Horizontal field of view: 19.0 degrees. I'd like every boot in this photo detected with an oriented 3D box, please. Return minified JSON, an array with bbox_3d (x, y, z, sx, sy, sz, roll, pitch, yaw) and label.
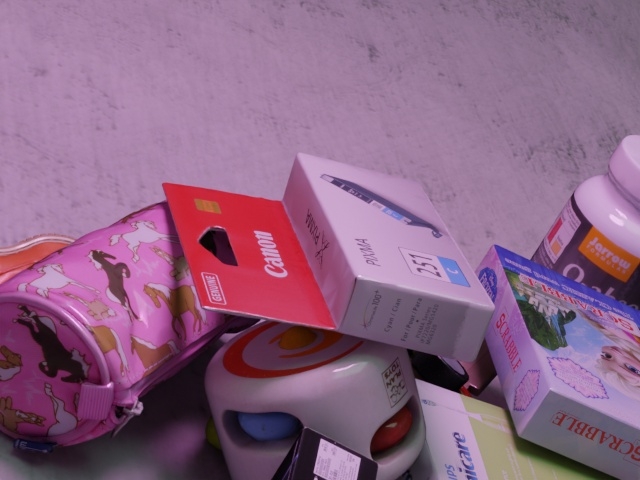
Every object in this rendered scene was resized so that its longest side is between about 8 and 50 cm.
[{"bbox_3d":[-0.284,0.042,1.866,0.158,0.059,0.085,-11,51,-41],"label":"boot"}]

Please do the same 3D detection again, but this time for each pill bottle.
[{"bbox_3d":[0.343,0.023,2.276,0.162,0.278,0.162,23,28,-13],"label":"pill bottle"}]

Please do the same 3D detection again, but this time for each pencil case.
[{"bbox_3d":[-0.177,0.066,1.820,0.386,0.160,0.167,-36,108,-62],"label":"pencil case"}]

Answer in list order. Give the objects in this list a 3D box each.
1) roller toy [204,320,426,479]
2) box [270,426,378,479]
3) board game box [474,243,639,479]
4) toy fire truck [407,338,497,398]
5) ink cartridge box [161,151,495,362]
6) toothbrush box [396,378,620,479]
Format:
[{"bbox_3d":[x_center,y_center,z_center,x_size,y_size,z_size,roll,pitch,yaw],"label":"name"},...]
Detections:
[{"bbox_3d":[-0.004,0.146,1.780,0.209,0.146,0.191,-18,20,-9],"label":"roller toy"},{"bbox_3d":[-0.024,0.272,1.631,0.077,0.147,0.180,27,28,-7],"label":"box"},{"bbox_3d":[0.327,0.157,2.024,0.318,0.066,0.318,24,22,-17],"label":"board game box"},{"bbox_3d":[0.100,0.110,2.065,0.217,0.158,0.246,49,12,21],"label":"toy fire truck"},{"bbox_3d":[0.000,0.000,1.803,0.261,0.066,0.296,12,21,-17],"label":"ink cartridge box"},{"bbox_3d":[0.197,0.274,1.875,0.283,0.122,0.206,21,26,-21],"label":"toothbrush box"}]
